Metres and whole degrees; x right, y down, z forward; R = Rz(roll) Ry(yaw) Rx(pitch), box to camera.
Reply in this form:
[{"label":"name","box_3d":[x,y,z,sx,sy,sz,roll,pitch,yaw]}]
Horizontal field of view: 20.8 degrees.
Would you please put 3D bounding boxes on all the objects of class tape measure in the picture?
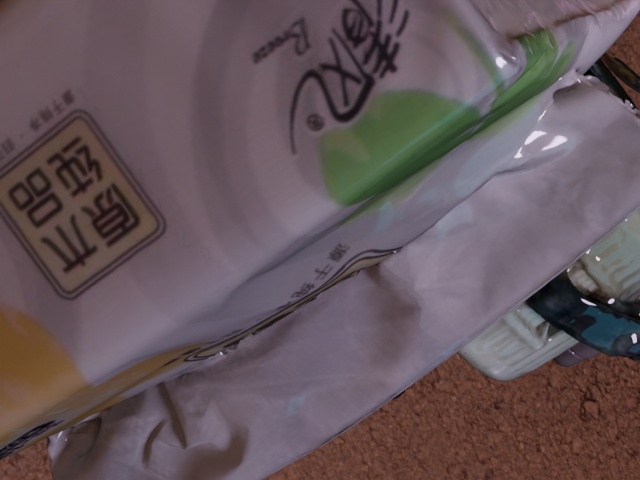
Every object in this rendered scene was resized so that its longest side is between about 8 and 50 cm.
[{"label":"tape measure","box_3d":[0.075,-0.048,0.704,0.115,0.207,0.235,-37,177,14]}]

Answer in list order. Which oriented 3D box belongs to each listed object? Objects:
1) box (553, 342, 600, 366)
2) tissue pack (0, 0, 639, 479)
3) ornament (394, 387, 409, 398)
[{"label":"box","box_3d":[0.113,-0.046,1.050,0.103,0.243,0.055,-35,177,-35]},{"label":"tissue pack","box_3d":[-0.027,-0.010,0.482,0.229,0.145,0.159,-35,179,24]},{"label":"ornament","box_3d":[0.000,0.000,0.962,0.166,0.196,0.153,-36,-179,-34]}]
